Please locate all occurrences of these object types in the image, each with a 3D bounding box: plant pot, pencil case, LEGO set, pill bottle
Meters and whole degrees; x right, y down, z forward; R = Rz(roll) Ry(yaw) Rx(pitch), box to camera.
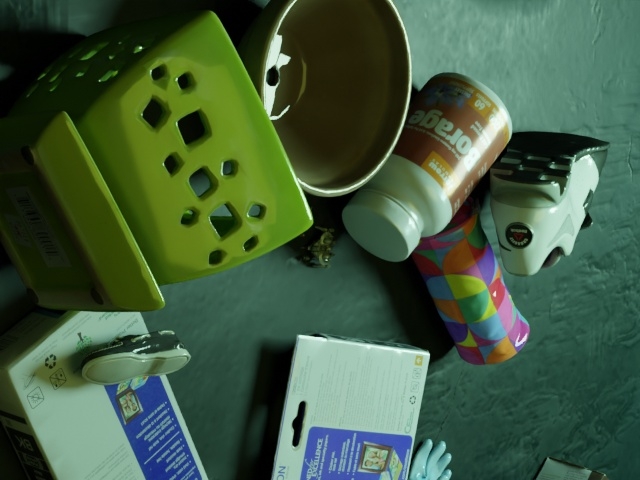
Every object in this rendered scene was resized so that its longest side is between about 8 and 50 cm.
[{"bbox_3d":[-0.181,-0.058,1.518,0.207,0.227,0.228,-35,110,-31],"label":"plant pot"},{"bbox_3d":[-0.018,-0.171,1.773,0.237,0.109,0.237,-15,110,-45],"label":"plant pot"},{"bbox_3d":[0.179,0.043,2.048,0.104,0.104,0.236,-47,131,-30],"label":"pencil case"},{"bbox_3d":[-0.002,0.001,1.892,0.083,0.023,0.054,45,66,-43],"label":"LEGO set"},{"bbox_3d":[0.120,-0.083,1.934,0.216,0.121,0.121,-52,132,-27],"label":"pill bottle"}]

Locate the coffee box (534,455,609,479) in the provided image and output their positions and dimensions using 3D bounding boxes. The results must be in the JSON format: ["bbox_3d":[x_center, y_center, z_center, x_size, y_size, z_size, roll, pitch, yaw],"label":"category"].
[{"bbox_3d":[0.317,0.441,2.285,0.246,0.098,0.141,-57,134,-22],"label":"coffee box"}]

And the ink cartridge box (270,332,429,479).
[{"bbox_3d":[0.024,0.215,1.945,0.208,0.045,0.206,11,90,-39],"label":"ink cartridge box"}]

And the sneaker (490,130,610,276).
[{"bbox_3d":[0.276,-0.048,2.083,0.330,0.122,0.146,-35,130,-61],"label":"sneaker"}]

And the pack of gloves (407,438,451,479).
[{"bbox_3d":[0.088,0.323,2.048,0.195,0.046,0.232,48,63,-43],"label":"pack of gloves"}]

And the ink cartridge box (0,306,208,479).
[{"bbox_3d":[-0.213,0.208,1.678,0.165,0.065,0.333,-41,125,-36],"label":"ink cartridge box"}]

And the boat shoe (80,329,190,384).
[{"bbox_3d":[-0.183,0.109,1.618,0.125,0.038,0.046,-7,144,-41],"label":"boat shoe"}]
